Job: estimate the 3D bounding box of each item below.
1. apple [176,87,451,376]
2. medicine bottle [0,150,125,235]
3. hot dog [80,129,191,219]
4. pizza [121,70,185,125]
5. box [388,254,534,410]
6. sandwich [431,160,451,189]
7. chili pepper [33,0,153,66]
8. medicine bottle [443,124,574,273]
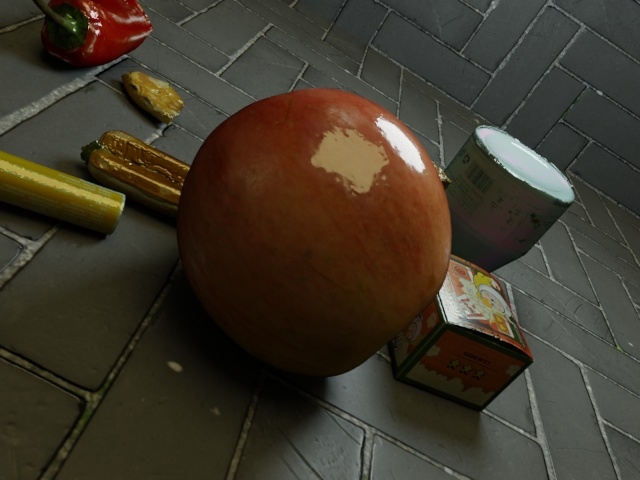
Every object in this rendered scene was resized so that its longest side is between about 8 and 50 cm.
[{"bbox_3d":[0.000,0.000,0.837,0.363,0.364,0.364,26,30,-16],"label":"apple"},{"bbox_3d":[-0.372,-0.069,0.837,0.218,0.074,0.074,20,32,-27],"label":"medicine bottle"},{"bbox_3d":[-0.253,-0.089,0.995,0.250,0.076,0.104,22,50,-14],"label":"hot dog"},{"bbox_3d":[-0.320,-0.274,1.235,0.160,0.036,0.099,46,31,19],"label":"pizza"},{"bbox_3d":[0.220,0.141,1.055,0.177,0.148,0.195,25,30,-19],"label":"box"},{"bbox_3d":[0.124,-0.050,1.172,0.186,0.215,0.065,-8,51,-50],"label":"sandwich"},{"bbox_3d":[-0.443,-0.385,1.176,0.135,0.131,0.338,55,21,-15],"label":"chili pepper"},{"bbox_3d":[0.337,-0.055,1.326,0.244,0.290,0.245,24,32,-16],"label":"medicine bottle"}]
